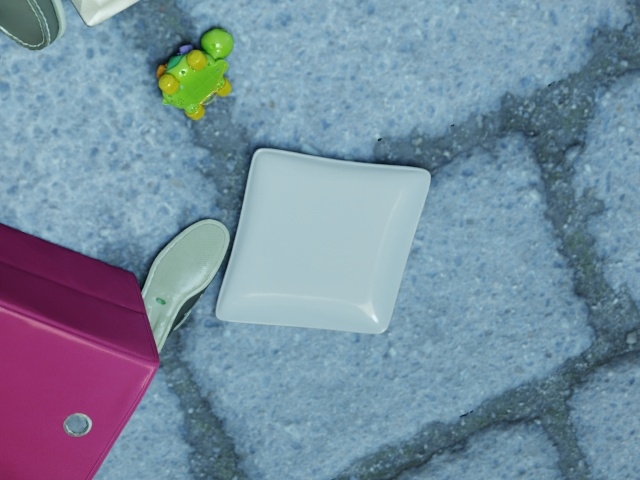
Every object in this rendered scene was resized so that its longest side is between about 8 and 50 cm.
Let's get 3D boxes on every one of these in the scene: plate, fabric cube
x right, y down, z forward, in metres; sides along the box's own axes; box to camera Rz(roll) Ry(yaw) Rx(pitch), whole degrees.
[{"bbox_3d":[0.000,0.000,2.070,0.278,0.045,0.277,6,113,-20],"label":"plate"},{"bbox_3d":[-0.402,0.156,1.900,0.258,0.259,0.254,25,108,-26],"label":"fabric cube"}]

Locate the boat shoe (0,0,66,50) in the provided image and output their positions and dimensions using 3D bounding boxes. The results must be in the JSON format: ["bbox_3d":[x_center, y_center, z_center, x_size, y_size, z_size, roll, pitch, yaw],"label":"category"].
[{"bbox_3d":[-0.430,-0.343,1.716,0.109,0.091,0.305,-21,123,29],"label":"boat shoe"}]

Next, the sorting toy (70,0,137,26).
[{"bbox_3d":[-0.235,-0.431,1.696,0.255,0.089,0.257,-32,103,-7],"label":"sorting toy"}]

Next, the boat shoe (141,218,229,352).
[{"bbox_3d":[-0.212,0.068,2.029,0.084,0.079,0.233,34,90,-1],"label":"boat shoe"}]

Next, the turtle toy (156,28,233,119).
[{"bbox_3d":[-0.166,-0.229,1.889,0.130,0.066,0.095,-41,144,2],"label":"turtle toy"}]
